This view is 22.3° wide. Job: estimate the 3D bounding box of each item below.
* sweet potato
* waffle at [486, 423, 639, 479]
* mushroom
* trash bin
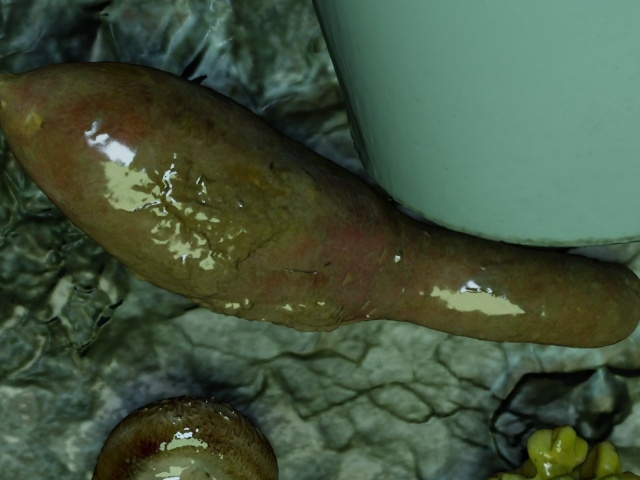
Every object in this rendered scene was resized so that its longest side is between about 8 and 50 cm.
[{"bbox_3d":[0.000,0.000,0.875,0.385,0.109,0.109,21,122,-24],"label":"sweet potato"},{"bbox_3d":[0.077,0.230,1.033,0.293,0.069,0.259,-21,142,10],"label":"waffle"},{"bbox_3d":[-0.085,0.146,0.986,0.109,0.085,0.126,0,133,-48],"label":"mushroom"},{"bbox_3d":[0.084,-0.236,0.604,0.280,0.280,0.432,-12,129,5],"label":"trash bin"}]
